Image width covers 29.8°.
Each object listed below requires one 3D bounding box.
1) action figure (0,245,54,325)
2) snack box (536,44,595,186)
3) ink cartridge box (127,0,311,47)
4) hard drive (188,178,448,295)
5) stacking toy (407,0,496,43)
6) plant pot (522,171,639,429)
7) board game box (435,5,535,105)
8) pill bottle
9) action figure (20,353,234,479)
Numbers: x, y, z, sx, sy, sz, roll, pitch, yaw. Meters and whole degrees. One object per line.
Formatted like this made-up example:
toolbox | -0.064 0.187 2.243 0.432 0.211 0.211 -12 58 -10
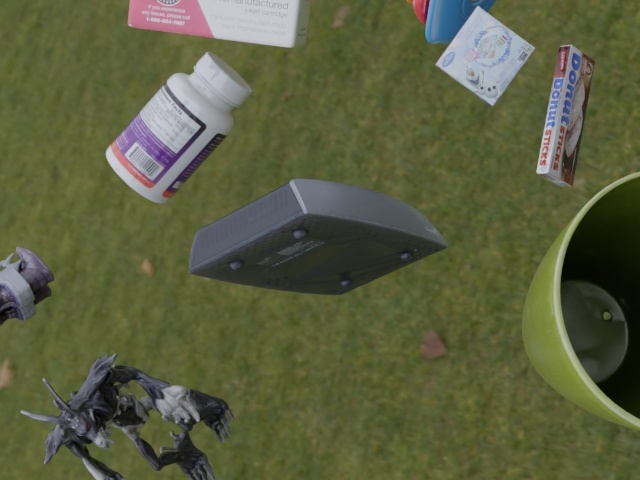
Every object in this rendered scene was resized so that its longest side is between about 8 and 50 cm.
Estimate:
action figure | -0.494 0.133 1.656 0.099 0.285 0.185 31 145 19
snack box | 0.327 -0.165 1.602 0.022 0.064 0.178 3 78 45
ink cartridge box | -0.107 -0.382 1.423 0.117 0.207 0.283 -62 -21 -78
hard drive | 0.000 0.000 1.237 0.172 0.255 0.054 -26 68 31
stacking toy | 0.120 -0.439 1.760 0.302 0.175 0.166 38 152 22
plant pot | 0.337 0.089 1.337 0.293 0.275 0.275 132 148 -74
board game box | 0.206 -0.231 1.506 0.090 0.090 0.020 -54 6 6
pill bottle | -0.183 -0.151 1.583 0.193 0.108 0.108 -46 40 11
action figure | -0.216 0.228 1.437 0.141 0.276 0.164 35 100 38
